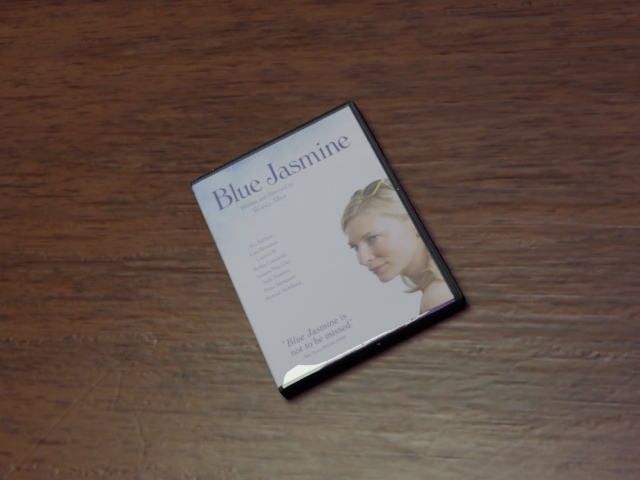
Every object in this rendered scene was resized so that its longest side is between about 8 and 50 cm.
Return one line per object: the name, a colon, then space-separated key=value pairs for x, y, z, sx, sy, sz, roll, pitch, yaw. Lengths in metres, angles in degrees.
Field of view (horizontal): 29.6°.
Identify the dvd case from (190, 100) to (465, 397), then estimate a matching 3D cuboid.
dvd case: x=0.000 y=0.000 z=1.113 sx=0.180 sy=0.022 sz=0.253 roll=-27 pitch=56 yaw=1
